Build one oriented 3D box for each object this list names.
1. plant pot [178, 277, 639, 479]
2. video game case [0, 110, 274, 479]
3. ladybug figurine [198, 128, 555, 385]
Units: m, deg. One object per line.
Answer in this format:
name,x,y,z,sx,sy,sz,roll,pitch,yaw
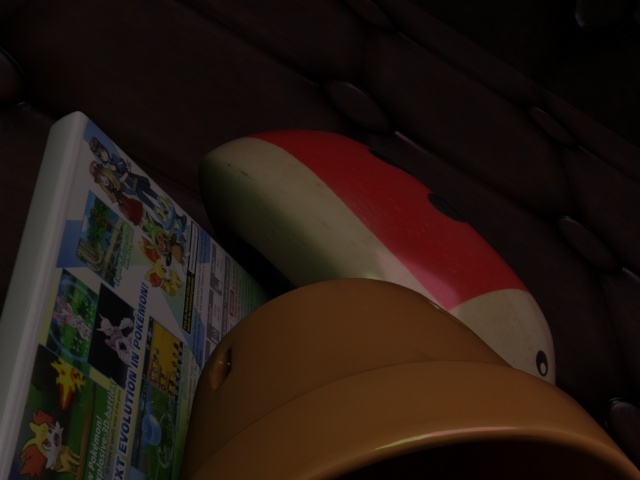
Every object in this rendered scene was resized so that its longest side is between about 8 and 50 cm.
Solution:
plant pot,0.032,0.160,0.569,0.291,0.291,0.203,21,23,-25
video game case,-0.114,0.109,0.672,0.300,0.036,0.329,48,28,-40
ladybug figurine,0.052,0.036,0.863,0.449,0.162,0.305,44,-14,28
